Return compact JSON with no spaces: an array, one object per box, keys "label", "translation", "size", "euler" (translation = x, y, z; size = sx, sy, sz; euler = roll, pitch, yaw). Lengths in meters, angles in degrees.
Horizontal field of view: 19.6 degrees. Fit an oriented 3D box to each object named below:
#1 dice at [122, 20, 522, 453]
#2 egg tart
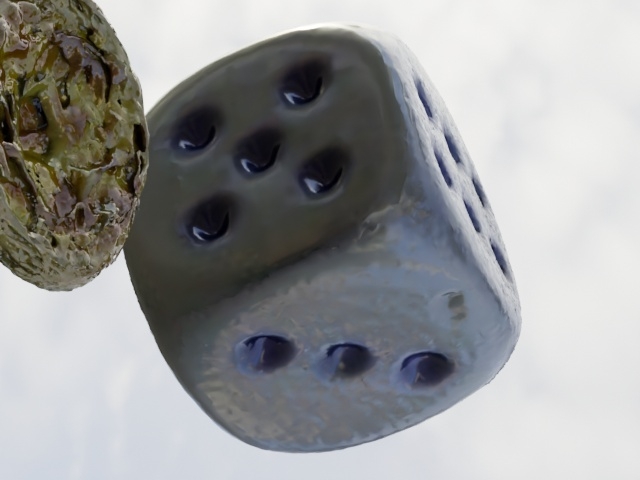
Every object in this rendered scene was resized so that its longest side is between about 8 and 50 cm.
[{"label":"dice","translation":[0.000,0.000,1.105],"size":[0.193,0.192,0.194],"euler":[56,15,-46]},{"label":"egg tart","translation":[-0.114,-0.044,0.698],"size":[0.049,0.129,0.128],"euler":[-10,-100,27]}]
